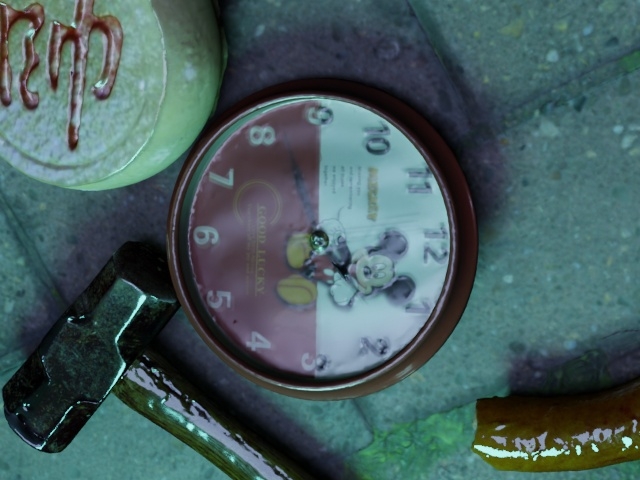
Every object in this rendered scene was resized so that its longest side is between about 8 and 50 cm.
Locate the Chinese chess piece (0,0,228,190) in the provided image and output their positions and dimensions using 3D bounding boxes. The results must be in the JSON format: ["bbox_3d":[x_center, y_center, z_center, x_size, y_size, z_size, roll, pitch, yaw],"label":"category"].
[{"bbox_3d":[-0.224,-0.183,1.804,0.270,0.112,0.270,7,105,25],"label":"Chinese chess piece"}]

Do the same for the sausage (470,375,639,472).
[{"bbox_3d":[0.291,0.162,1.787,0.302,0.076,0.102,-19,102,23],"label":"sausage"}]

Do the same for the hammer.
[{"bbox_3d":[-0.113,0.200,1.940,0.409,0.095,0.242,37,115,-3],"label":"hammer"}]

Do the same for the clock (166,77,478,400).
[{"bbox_3d":[0.000,0.000,1.815,0.319,0.080,0.318,1,92,17],"label":"clock"}]
